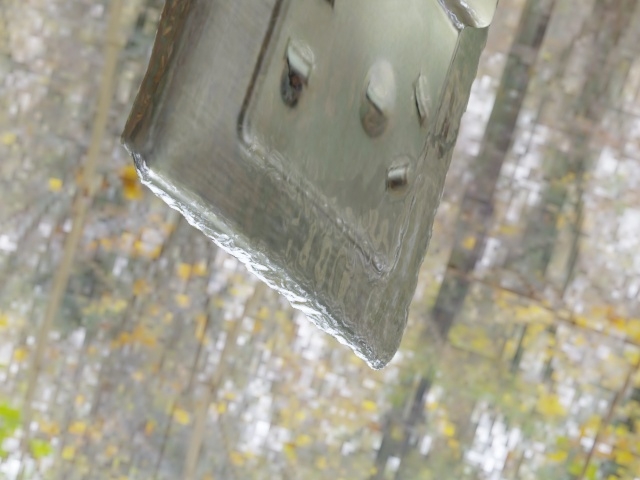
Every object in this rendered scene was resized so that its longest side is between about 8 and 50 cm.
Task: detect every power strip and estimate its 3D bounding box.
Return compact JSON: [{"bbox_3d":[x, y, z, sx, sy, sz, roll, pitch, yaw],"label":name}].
[{"bbox_3d":[-0.003,-0.099,0.742,0.092,0.251,0.257,14,164,31],"label":"power strip"}]

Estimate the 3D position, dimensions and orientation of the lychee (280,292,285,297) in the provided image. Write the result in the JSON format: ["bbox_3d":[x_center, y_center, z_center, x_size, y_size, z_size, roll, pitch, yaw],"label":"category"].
[{"bbox_3d":[0.000,0.000,0.853,0.067,0.083,0.068,-24,-164,-9],"label":"lychee"}]
